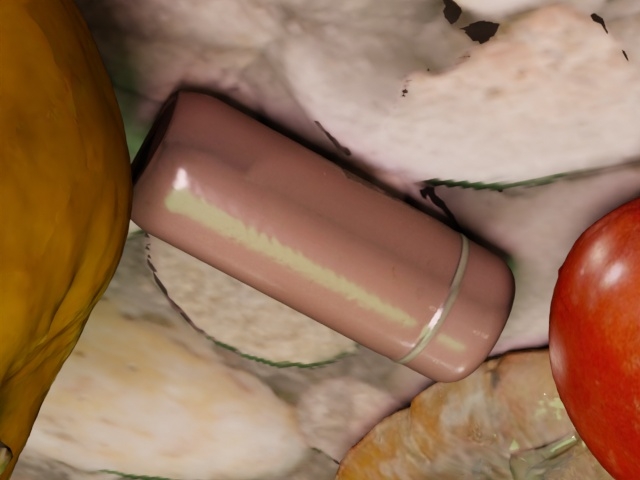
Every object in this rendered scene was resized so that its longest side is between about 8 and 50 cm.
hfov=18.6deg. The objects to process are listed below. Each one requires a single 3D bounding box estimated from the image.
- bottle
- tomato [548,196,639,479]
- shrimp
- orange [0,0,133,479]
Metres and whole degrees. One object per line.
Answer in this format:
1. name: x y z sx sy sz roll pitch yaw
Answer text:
1. bottle: 0.000 0.000 0.688 0.140 0.053 0.053 29 138 -13
2. tomato: 0.157 0.051 0.647 0.159 0.091 0.139 -4 126 6
3. shrimp: 0.089 0.156 0.820 0.178 0.075 0.289 10 138 14
4. orange: -0.190 0.005 0.594 0.235 0.279 0.279 31 139 4
